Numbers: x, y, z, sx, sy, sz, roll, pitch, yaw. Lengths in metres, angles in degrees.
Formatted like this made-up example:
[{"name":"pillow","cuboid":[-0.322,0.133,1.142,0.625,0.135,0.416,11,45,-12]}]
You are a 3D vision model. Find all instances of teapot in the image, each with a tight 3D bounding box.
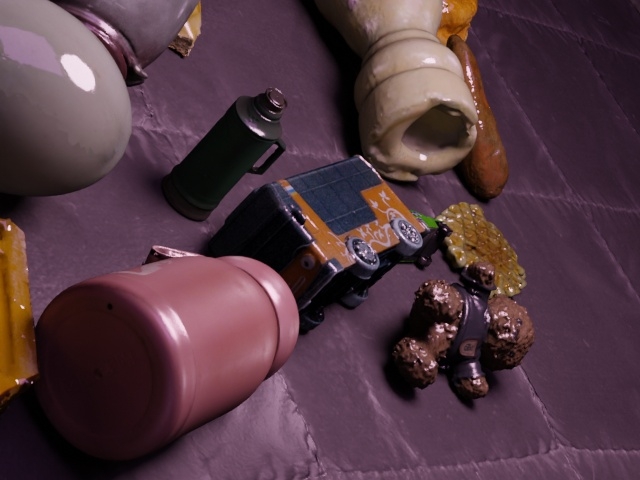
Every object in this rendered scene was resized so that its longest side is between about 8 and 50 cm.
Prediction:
[{"name":"teapot","cuboid":[-0.290,-0.338,1.661,0.315,0.233,0.312,27,59,-13]}]

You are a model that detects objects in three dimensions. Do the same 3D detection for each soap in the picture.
[{"name":"soap","cuboid":[-0.339,0.079,1.249,0.160,0.080,0.257,20,40,-36]}]

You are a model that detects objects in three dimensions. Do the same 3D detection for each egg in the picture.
[{"name":"egg","cuboid":[-0.323,-0.155,1.422,0.283,0.203,0.203,32,33,-29]}]

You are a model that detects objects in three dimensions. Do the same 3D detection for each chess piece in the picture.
[{"name":"chess piece","cuboid":[0.118,-0.308,2.158,0.234,0.234,0.442,22,43,-36]}]

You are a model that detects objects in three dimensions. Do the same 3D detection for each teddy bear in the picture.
[{"name":"teddy bear","cuboid":[0.180,0.111,1.838,0.251,0.182,0.129,11,10,-44]}]

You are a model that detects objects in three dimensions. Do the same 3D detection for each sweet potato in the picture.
[{"name":"sweet potato","cuboid":[0.244,-0.195,2.227,0.075,0.075,0.273,-31,108,-59]}]

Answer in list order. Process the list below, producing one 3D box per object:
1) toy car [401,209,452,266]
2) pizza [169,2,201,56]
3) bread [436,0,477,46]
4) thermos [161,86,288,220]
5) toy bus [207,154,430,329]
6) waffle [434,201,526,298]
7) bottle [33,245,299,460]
[{"name":"toy car","cuboid":[0.113,-0.007,1.939,0.165,0.071,0.062,2,38,-50]},{"name":"pizza","cuboid":[-0.230,-0.366,1.914,0.188,0.080,0.204,34,31,-21]},{"name":"bread","cuboid":[0.174,-0.433,2.463,0.236,0.120,0.198,42,32,-7]},{"name":"thermos","cuboid":[-0.104,-0.105,1.656,0.083,0.188,0.073,46,31,1]},{"name":"toy bus","cuboid":[0.000,0.000,1.718,0.167,0.138,0.275,50,29,8]},{"name":"waffle","cuboid":[0.243,0.017,2.106,0.169,0.036,0.183,54,31,8]},{"name":"bottle","cuboid":[-0.149,0.090,1.395,0.206,0.173,0.297,34,23,18]}]
